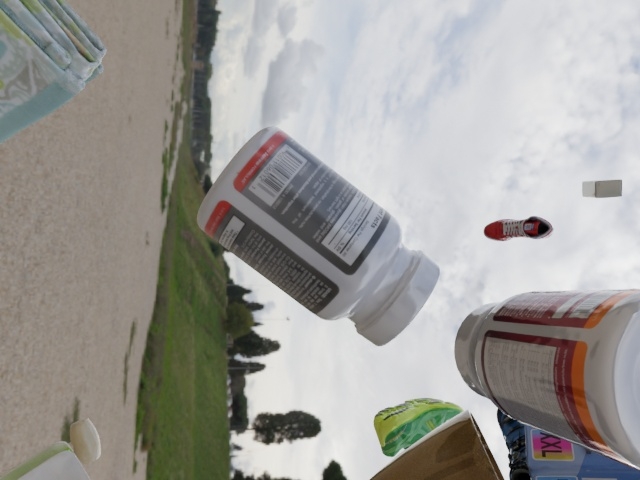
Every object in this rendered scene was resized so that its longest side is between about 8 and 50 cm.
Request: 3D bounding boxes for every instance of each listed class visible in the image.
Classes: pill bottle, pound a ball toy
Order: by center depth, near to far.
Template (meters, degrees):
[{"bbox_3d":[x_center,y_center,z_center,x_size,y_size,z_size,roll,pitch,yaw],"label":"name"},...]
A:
[{"bbox_3d":[0.206,0.102,0.435,0.221,0.121,0.121,151,-60,-77],"label":"pill bottle"},{"bbox_3d":[-0.469,0.429,0.807,0.208,0.319,0.136,-22,-83,58],"label":"pound a ball toy"},{"bbox_3d":[0.000,0.000,0.863,0.210,0.363,0.210,-52,-177,4],"label":"pill bottle"}]

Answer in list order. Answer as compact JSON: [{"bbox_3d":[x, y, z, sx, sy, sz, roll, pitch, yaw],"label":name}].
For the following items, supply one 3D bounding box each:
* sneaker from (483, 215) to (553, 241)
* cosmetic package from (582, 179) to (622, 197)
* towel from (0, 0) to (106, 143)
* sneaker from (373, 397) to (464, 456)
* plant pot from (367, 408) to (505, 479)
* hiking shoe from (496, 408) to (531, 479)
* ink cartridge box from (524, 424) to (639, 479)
[{"bbox_3d":[0.347,-0.020,0.924,0.067,0.118,0.042,8,80,-70],"label":"sneaker"},{"bbox_3d":[0.677,-0.125,1.264,0.115,0.060,0.041,-25,111,-75],"label":"cosmetic package"},{"bbox_3d":[-0.487,-0.246,0.609,0.320,0.374,0.090,51,29,-38],"label":"towel"},{"bbox_3d":[0.251,0.477,1.345,0.109,0.295,0.123,-8,-96,54],"label":"sneaker"},{"bbox_3d":[0.160,0.416,0.779,0.237,0.254,0.237,61,8,-15],"label":"plant pot"},{"bbox_3d":[0.401,0.412,0.968,0.113,0.132,0.304,-49,-149,23],"label":"hiking shoe"},{"bbox_3d":[0.530,0.279,0.815,0.270,0.395,0.151,-69,144,-49],"label":"ink cartridge box"}]
